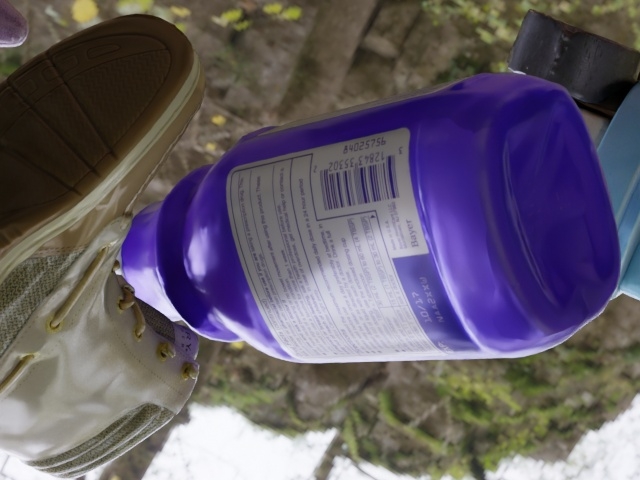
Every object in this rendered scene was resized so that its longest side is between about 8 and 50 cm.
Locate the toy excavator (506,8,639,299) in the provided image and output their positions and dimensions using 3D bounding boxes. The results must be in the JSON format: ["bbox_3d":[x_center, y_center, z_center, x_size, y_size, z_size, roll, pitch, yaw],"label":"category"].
[{"bbox_3d":[0.383,-0.011,1.079,0.445,0.222,0.433,27,-166,20],"label":"toy excavator"}]

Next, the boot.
[{"bbox_3d":[-0.100,0.014,0.531,0.077,0.213,0.165,43,-176,35],"label":"boot"}]

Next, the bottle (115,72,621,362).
[{"bbox_3d":[0.000,0.000,0.566,0.283,0.118,0.092,-9,-166,47],"label":"bottle"}]

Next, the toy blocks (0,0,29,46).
[{"bbox_3d":[-0.270,0.014,0.608,0.260,0.309,0.288,22,-149,-10],"label":"toy blocks"}]
